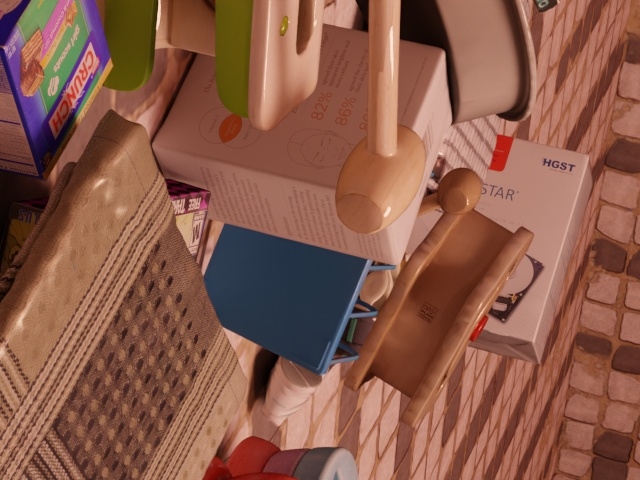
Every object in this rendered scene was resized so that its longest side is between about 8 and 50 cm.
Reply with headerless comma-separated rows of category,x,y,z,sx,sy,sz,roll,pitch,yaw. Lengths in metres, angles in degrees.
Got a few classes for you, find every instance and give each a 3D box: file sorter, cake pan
file sorter,0.000,0.000,1.309,0.170,0.118,0.104,-68,160,8
cake pan,0.064,-0.210,1.239,0.293,0.054,0.293,63,-7,14

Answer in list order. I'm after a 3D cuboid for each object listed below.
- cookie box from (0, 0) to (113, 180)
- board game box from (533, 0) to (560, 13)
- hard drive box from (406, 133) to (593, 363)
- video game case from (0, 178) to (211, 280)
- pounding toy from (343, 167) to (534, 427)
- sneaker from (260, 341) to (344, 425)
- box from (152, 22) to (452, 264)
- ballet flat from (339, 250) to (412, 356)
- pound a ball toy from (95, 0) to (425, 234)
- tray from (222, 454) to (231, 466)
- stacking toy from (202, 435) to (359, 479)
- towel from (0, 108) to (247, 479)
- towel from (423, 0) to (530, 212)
cookie box,-0.154,-0.101,0.901,0.107,0.040,0.092,83,25,-54
board game box,0.178,-0.325,1.649,0.126,0.026,0.186,57,10,-56
hard drive box,0.192,0.002,1.932,0.089,0.181,0.232,62,44,-66
video game case,-0.147,0.071,1.072,0.232,0.041,0.210,-15,120,-72
pounding toy,0.090,0.027,1.558,0.154,0.155,0.269,-43,162,-57
sneaker,-0.022,0.118,1.549,0.061,0.053,0.152,-56,177,22
box,-0.009,-0.075,1.182,0.091,0.170,0.130,75,34,-59
ballet flat,0.071,0.049,1.763,0.203,0.074,0.074,-48,149,-54
pound a ball toy,-0.021,-0.186,0.978,0.136,0.208,0.319,-51,150,-55
tray,-0.120,0.261,1.353,0.270,0.030,0.145,-31,133,-69
stacking toy,-0.042,0.292,1.319,0.309,0.130,0.280,9,87,-72
towel,-0.154,0.132,0.963,0.324,0.056,0.312,-61,155,-28
towel,0.106,-0.150,1.626,0.283,0.121,0.235,21,85,-76
